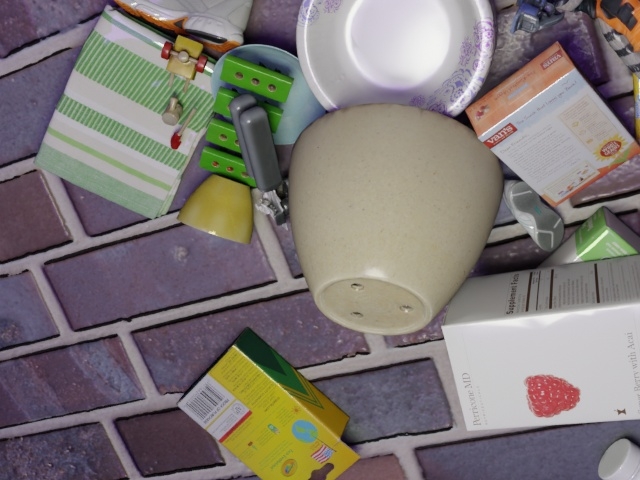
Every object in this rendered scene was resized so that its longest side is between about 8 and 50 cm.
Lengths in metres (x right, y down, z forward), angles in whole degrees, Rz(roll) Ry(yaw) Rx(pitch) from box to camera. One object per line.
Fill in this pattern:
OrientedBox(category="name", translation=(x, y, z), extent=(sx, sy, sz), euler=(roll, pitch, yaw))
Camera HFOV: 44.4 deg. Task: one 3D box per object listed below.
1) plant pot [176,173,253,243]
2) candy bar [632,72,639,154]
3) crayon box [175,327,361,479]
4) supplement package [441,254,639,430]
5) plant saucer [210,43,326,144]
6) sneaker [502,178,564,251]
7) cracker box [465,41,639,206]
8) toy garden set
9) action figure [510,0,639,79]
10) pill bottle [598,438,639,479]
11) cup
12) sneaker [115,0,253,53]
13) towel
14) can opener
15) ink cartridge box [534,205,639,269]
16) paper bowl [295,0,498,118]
OrientedBox(category="plant pot", translation=(-0.169, -0.060, 1.357), extent=(0.134, 0.134, 0.095), euler=(21, 93, 7))
OrientedBox(category="candy bar", translation=(0.483, -0.206, 1.163), extent=(0.040, 0.018, 0.161), euler=(-4, 109, 18))
OrientedBox(category="crayon box", translation=(-0.093, 0.346, 1.508), extent=(0.318, 0.081, 0.202), euler=(43, 116, -2))
OrientedBox(category="supplement package", translation=(0.344, 0.146, 1.124), extent=(0.293, 0.175, 0.177), euler=(-10, 107, 21))
OrientedBox(category="plant saucer", translation=(-0.081, -0.243, 1.277), extent=(0.195, 0.037, 0.195), euler=(10, 137, 9))
OrientedBox(category="sneaker", translation=(0.337, -0.045, 1.252), extent=(0.054, 0.061, 0.152), euler=(-42, 117, -3))
OrientedBox(category="cracker box", translation=(0.338, -0.159, 1.128), extent=(0.156, 0.067, 0.232), euler=(-35, 137, 25))
OrientedBox(category="toy garden set", translation=(-0.166, -0.214, 1.276), extent=(0.204, 0.049, 0.244), euler=(20, 139, -5))
OrientedBox(category="action figure", translation=(0.343, -0.317, 1.044), extent=(0.330, 0.341, 0.178), euler=(35, 152, 7))
OrientedBox(category="pill bottle", translation=(0.571, 0.422, 1.331), extent=(0.180, 0.108, 0.108), euler=(35, 116, 1))
OrientedBox(category="cup", translation=(0.095, -0.001, 1.154), extent=(0.331, 0.236, 0.331), euler=(9, 148, 6))
OrientedBox(category="sneaker", translation=(-0.220, -0.393, 1.265), extent=(0.263, 0.099, 0.121), euler=(22, 88, 16))
OrientedBox(category="towel", translation=(-0.322, -0.209, 1.351), extent=(0.248, 0.038, 0.324), euler=(26, 118, -13))
OrientedBox(category="can opener", translation=(-0.081, -0.123, 1.277), extent=(0.093, 0.074, 0.280), euler=(-31, 142, -11))
OrientedBox(category="ink cartridge box", translation=(0.424, 0.115, 1.250), extent=(0.198, 0.115, 0.273), euler=(41, 116, -1))
OrientedBox(category="paper bowl", translation=(0.117, -0.303, 1.158), extent=(0.284, 0.148, 0.284), euler=(6, 113, 14))
